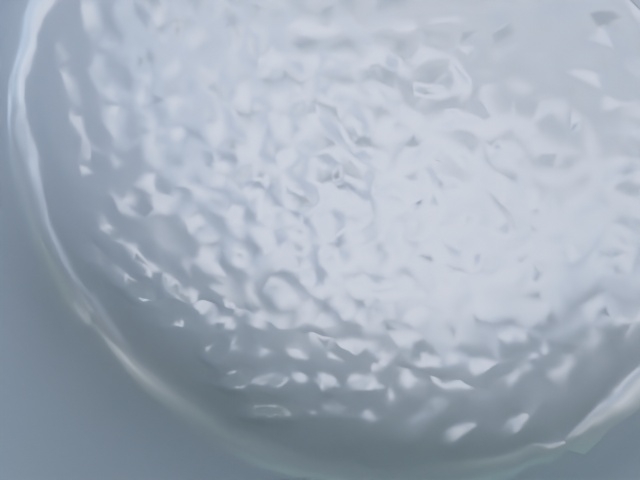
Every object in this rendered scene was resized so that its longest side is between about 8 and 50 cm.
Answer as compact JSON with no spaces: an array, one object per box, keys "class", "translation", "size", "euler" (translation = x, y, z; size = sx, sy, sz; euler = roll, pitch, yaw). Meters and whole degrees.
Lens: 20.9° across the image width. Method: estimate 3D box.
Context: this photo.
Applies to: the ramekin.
[{"class":"ramekin","translation":[0.000,0.000,0.450],"size":[0.277,0.277,0.135],"euler":[-28,-165,27]}]
